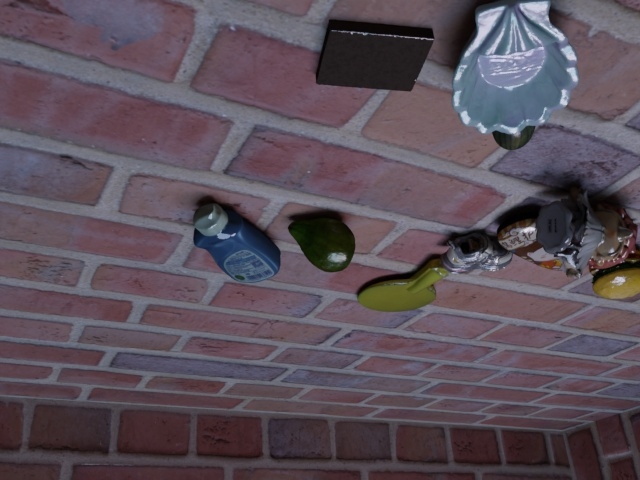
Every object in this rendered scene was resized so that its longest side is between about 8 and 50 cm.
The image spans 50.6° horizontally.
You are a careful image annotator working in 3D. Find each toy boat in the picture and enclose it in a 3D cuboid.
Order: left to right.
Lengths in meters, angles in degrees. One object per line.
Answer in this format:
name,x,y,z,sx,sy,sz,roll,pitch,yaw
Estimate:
toy boat,0.302,-0.286,1.074,0.200,0.100,0.290,-9,152,9

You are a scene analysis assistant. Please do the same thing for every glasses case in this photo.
glasses case,0.563,0.007,1.671,0.321,0.082,0.122,19,146,-36

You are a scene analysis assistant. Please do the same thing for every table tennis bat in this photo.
table tennis bat,0.247,0.134,1.910,0.224,0.054,0.368,9,153,-21

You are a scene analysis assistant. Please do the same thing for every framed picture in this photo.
framed picture,0.085,-0.298,1.105,0.169,0.023,0.128,2,152,-10

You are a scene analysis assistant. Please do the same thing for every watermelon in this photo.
watermelon,0.355,-0.210,1.247,0.078,0.078,0.110,-7,153,5

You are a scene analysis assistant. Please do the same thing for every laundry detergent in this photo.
laundry detergent,-0.206,0.000,1.564,0.144,0.094,0.290,-7,149,20

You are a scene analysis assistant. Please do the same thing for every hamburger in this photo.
hamburger,0.803,0.089,1.818,0.162,0.115,0.162,-5,150,-3

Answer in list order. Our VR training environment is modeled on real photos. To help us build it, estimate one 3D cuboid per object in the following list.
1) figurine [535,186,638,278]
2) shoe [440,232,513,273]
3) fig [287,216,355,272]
figurine,0.633,-0.013,1.539,0.387,0.206,0.166,6,171,-38
shoe,0.391,0.022,1.686,0.180,0.089,0.092,-6,140,-1
fig,0.000,0.000,1.559,0.156,0.123,0.123,22,144,-19
